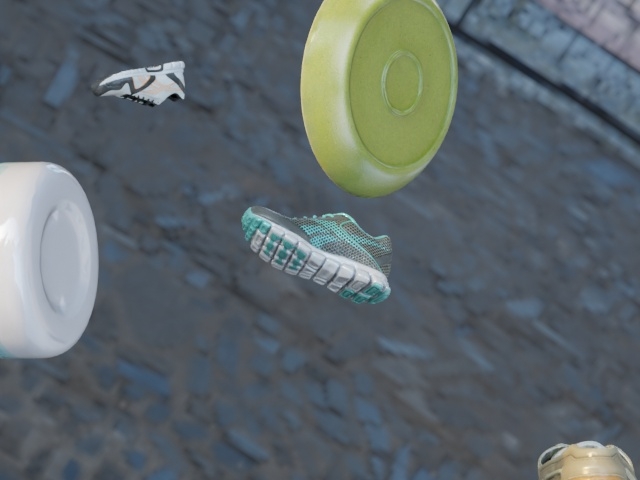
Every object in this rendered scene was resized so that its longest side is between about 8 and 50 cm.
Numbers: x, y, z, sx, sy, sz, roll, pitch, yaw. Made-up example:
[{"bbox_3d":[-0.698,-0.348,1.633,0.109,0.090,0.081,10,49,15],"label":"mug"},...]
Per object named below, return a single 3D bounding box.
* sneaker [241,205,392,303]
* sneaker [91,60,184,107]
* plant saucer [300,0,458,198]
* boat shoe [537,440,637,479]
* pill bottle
[{"bbox_3d":[0.000,0.000,1.849,0.166,0.065,0.076,27,58,-13],"label":"sneaker"},{"bbox_3d":[-0.182,-0.155,1.876,0.109,0.044,0.040,-13,6,-33],"label":"sneaker"},{"bbox_3d":[0.072,-0.161,1.883,0.037,0.241,0.241,7,4,40],"label":"plant saucer"},{"bbox_3d":[0.265,0.247,1.792,0.113,0.103,0.302,-1,-6,0],"label":"boat shoe"},{"bbox_3d":[-0.311,0.016,1.384,0.264,0.146,0.146,-1,17,17],"label":"pill bottle"}]
